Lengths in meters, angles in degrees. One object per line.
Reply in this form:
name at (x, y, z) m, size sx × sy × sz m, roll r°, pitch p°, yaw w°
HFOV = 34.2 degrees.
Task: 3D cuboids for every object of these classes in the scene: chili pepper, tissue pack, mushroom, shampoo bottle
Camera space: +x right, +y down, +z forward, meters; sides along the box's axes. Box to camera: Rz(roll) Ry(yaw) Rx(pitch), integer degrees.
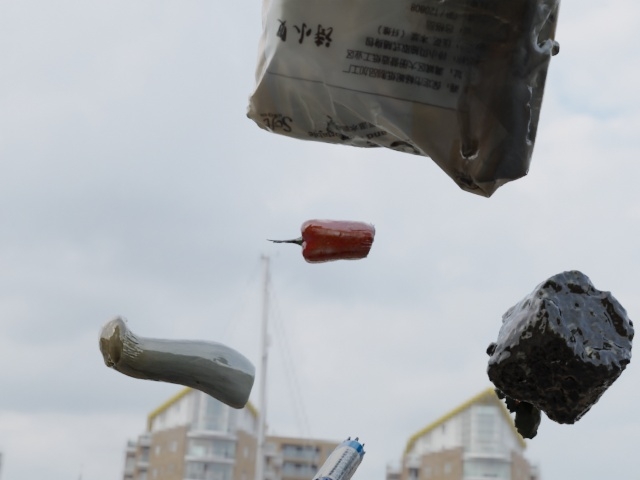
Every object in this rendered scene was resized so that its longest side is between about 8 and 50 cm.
chili pepper at (0.000, 0.000, 1.828) m, size 0.192 × 0.084 × 0.086 m, roll 1°, pitch -25°, yaw 0°
tissue pack at (0.099, -0.274, 1.239) m, size 0.375 × 0.390 × 0.195 m, roll 15°, pitch 6°, yaw 29°
mushroom at (-0.274, 0.239, 1.988) m, size 0.328 × 0.122 × 0.159 m, roll 21°, pitch -40°, yaw -23°
shampoo bottle at (0.022, 0.385, 1.700) m, size 0.050 × 0.183 × 0.087 m, roll 38°, pitch -56°, yaw 7°

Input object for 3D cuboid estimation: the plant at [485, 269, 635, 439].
plant at (0.406, 0.217, 1.888) m, size 0.213 × 0.215 × 0.312 m, roll 34°, pitch -40°, yaw -3°
